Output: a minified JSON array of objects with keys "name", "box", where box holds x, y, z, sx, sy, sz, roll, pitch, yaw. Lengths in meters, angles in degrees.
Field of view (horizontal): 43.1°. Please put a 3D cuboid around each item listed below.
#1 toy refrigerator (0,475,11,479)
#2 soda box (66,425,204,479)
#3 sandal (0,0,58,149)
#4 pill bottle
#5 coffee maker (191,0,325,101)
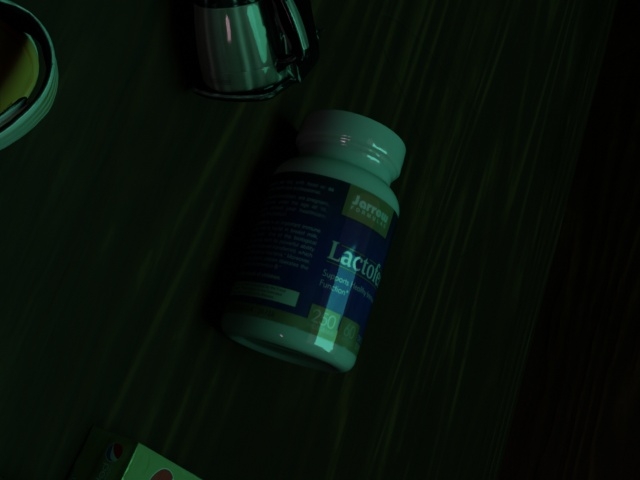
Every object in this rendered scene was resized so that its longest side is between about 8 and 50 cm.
[{"name":"toy refrigerator","box":[-0.234,0.245,0.616,0.102,0.094,0.269,-62,147,-17]},{"name":"soda box","box":[-0.162,0.241,0.780,0.061,0.058,0.181,-67,149,-23]},{"name":"sandal","box":[-0.202,-0.097,0.469,0.265,0.076,0.102,129,-13,-87]},{"name":"pill bottle","box":[0.000,0.000,0.899,0.153,0.153,0.265,42,62,-58]},{"name":"coffee maker","box":[-0.068,-0.242,0.756,0.171,0.120,0.178,-80,165,-56]}]
